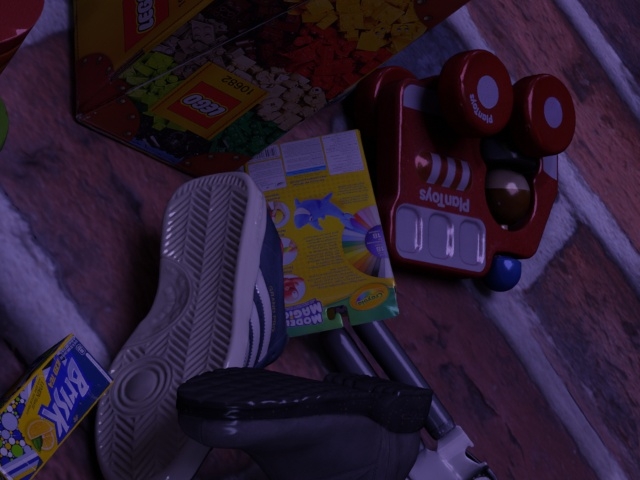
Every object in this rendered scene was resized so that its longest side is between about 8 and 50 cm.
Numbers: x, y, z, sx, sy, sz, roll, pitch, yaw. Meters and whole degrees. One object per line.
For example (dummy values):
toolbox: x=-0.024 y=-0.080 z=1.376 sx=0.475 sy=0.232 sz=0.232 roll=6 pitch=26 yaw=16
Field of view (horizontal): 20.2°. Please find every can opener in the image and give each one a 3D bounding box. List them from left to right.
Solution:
can opener: x=0.099 y=0.191 z=1.856 sx=0.280 sy=0.074 sz=0.093 roll=54 pitch=-1 yaw=-6

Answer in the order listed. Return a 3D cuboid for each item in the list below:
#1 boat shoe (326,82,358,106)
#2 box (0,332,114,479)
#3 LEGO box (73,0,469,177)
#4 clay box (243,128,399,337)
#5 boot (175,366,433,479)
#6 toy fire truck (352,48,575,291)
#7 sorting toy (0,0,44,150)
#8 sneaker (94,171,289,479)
boat shoe: x=0.056 y=-0.279 z=2.075 sx=0.122 sy=0.120 sz=0.324 roll=28 pitch=44 yaw=7
box: x=-0.239 y=0.148 z=1.469 sx=0.059 sy=0.054 sz=0.169 roll=50 pitch=35 yaw=-9
LEGO box: x=-0.072 y=-0.373 z=1.828 sx=0.193 sy=0.372 sz=0.500 roll=25 pitch=45 yaw=-38
clay box: x=0.000 y=0.000 z=1.829 sx=0.053 sy=0.127 sz=0.222 roll=84 pitch=-5 yaw=-62
boot: x=-0.011 y=0.228 z=1.535 sx=0.338 sy=0.118 sz=0.223 roll=10 pitch=91 yaw=-54
toy fire truck: x=0.169 y=-0.073 z=2.097 sx=0.302 sy=0.169 sz=0.254 roll=13 pitch=77 yaw=-45
sorting toy: x=-0.323 y=-0.080 z=1.520 sx=0.127 sy=0.126 sz=0.365 roll=10 pitch=49 yaw=-2
sneaker: x=-0.096 y=0.108 z=1.630 sx=0.148 sy=0.131 sz=0.350 roll=61 pitch=36 yaw=-44
